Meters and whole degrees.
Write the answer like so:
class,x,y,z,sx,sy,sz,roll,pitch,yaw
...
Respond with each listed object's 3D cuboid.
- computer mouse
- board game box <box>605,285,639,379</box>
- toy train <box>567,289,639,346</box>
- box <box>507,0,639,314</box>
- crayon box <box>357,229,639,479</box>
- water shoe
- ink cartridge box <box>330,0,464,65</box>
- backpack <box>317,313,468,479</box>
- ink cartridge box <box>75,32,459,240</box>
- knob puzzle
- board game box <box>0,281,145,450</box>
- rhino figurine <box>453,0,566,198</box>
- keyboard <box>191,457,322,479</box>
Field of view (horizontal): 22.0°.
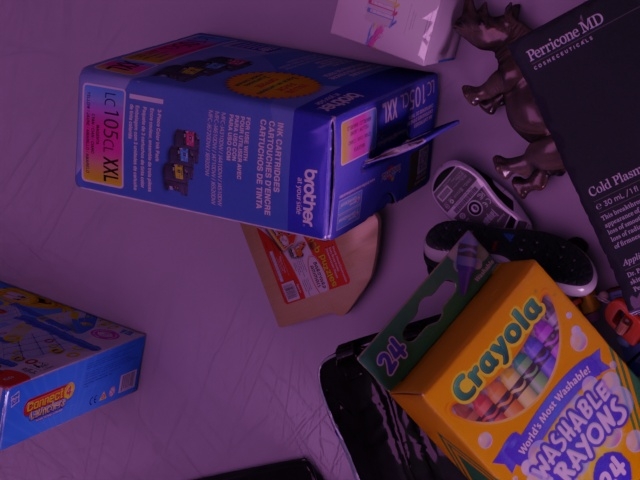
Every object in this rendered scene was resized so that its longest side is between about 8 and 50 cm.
class,x,y,z,sx,sy,sz,roll,pitch,yaw
computer mouse,0.211,-0.022,1.913,0.193,0.042,0.106,46,122,6
board game box,0.465,0.092,1.809,0.281,0.027,0.145,-15,92,29
toy train,0.300,0.111,1.867,0.125,0.046,0.166,49,130,20
box,0.424,-0.139,1.685,0.343,0.179,0.313,-26,84,28
crayon box,0.220,0.169,1.779,0.323,0.203,0.083,47,160,-14
water shoe,0.217,0.031,1.876,0.203,0.073,0.080,16,142,19
ink cartridge box,0.086,-0.268,1.898,0.143,0.092,0.090,22,110,23
backpack,0.138,0.217,1.912,0.225,0.191,0.254,-19,86,27
ink cartridge box,-0.043,-0.122,1.893,0.395,0.270,0.151,14,112,24
knob puzzle,0.000,0.000,2.029,0.213,0.030,0.213,9,107,31
board game box,-0.437,0.147,2.134,0.302,0.308,0.086,18,107,23
rhino figurine,0.221,-0.176,1.857,0.106,0.073,0.243,-24,86,23
keyboard,-0.111,0.407,2.175,0.317,0.033,0.202,-16,86,30
